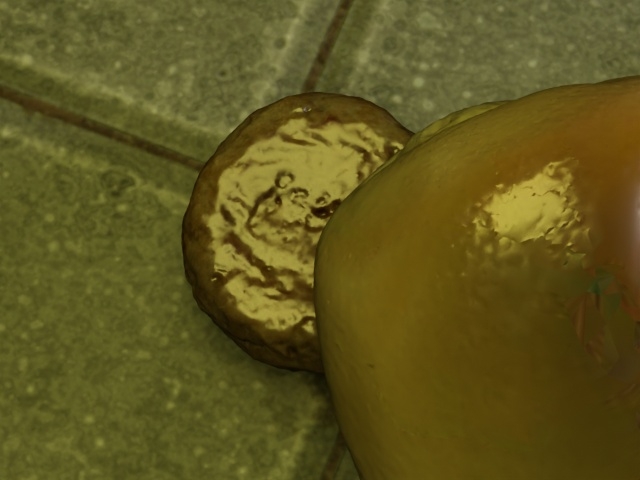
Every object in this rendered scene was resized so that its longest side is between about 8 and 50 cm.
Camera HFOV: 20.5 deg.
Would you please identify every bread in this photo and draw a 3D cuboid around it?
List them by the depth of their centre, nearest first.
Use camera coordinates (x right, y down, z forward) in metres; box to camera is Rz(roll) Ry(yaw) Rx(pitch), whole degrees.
[{"bbox_3d":[0.179,0.079,1.256,0.348,0.253,0.376,-18,99,-7],"label":"bread"},{"bbox_3d":[0.000,0.000,1.417,0.230,0.123,0.230,0,80,0],"label":"bread"}]
